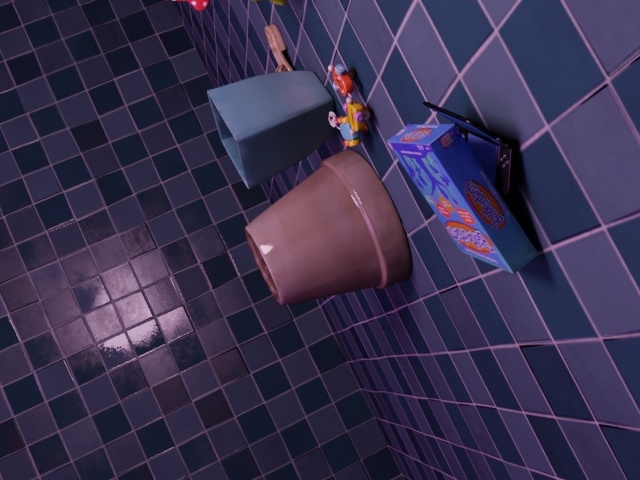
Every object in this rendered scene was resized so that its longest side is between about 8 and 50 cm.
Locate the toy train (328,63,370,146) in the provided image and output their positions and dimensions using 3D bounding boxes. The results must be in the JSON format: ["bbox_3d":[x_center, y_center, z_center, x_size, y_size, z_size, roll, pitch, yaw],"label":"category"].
[{"bbox_3d":[0.057,-0.254,1.288,0.166,0.046,0.125,95,150,-63],"label":"toy train"}]

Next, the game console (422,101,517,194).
[{"bbox_3d":[0.187,-0.119,0.873,0.122,0.071,0.107,-132,35,-59],"label":"game console"}]

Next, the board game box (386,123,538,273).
[{"bbox_3d":[0.189,-0.062,0.927,0.210,0.047,0.160,52,175,-15],"label":"board game box"}]

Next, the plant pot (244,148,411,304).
[{"bbox_3d":[0.000,0.000,1.492,0.323,0.281,0.323,60,167,23],"label":"plant pot"}]

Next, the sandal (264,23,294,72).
[{"bbox_3d":[-0.100,-0.390,1.631,0.239,0.079,0.088,67,169,-9],"label":"sandal"}]

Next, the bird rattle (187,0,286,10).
[{"bbox_3d":[-0.165,-0.527,1.265,0.143,0.254,0.206,128,140,-78],"label":"bird rattle"}]

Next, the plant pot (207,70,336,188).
[{"bbox_3d":[-0.094,-0.258,1.478,0.165,0.234,0.165,59,167,31],"label":"plant pot"}]
